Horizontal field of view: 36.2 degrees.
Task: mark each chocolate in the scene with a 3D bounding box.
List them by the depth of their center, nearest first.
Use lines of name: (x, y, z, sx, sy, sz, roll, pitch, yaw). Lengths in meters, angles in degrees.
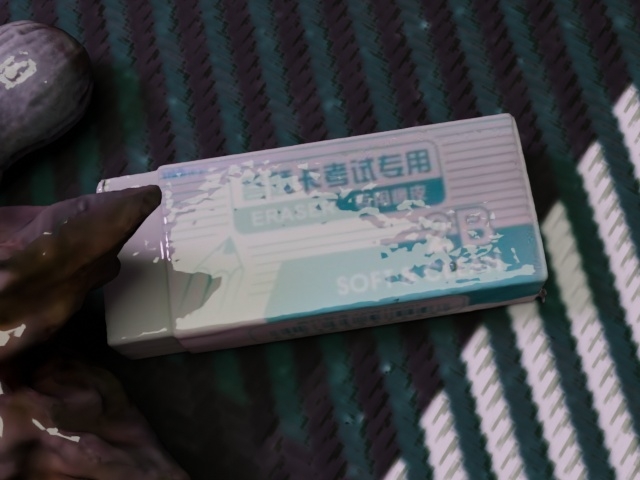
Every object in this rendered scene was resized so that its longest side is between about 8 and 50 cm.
chocolate: (-0.200, -0.060, 0.551, 0.167, 0.072, 0.072, -39, 72, -10)

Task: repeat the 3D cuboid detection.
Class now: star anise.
star anise: (-0.204, 0.046, 0.461, 0.315, 0.108, 0.315, 3, 102, 13)

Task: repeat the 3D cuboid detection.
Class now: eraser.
eraser: (0.000, 0.000, 0.520, 0.225, 0.052, 0.095, -9, 72, 3)
